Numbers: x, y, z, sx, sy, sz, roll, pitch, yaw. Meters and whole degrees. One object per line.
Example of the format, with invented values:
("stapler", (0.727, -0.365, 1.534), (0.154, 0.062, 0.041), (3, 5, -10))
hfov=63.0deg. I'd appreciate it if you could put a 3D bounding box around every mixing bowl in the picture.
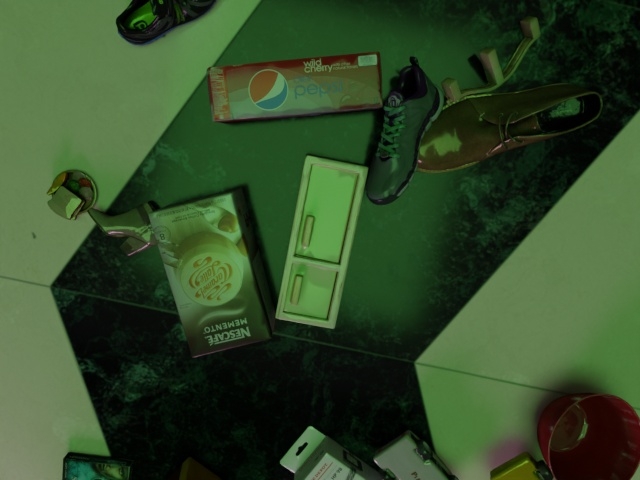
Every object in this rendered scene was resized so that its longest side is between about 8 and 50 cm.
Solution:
("mixing bowl", (0.455, 0.344, 0.921), (0.181, 0.098, 0.182), (0, 92, -10))

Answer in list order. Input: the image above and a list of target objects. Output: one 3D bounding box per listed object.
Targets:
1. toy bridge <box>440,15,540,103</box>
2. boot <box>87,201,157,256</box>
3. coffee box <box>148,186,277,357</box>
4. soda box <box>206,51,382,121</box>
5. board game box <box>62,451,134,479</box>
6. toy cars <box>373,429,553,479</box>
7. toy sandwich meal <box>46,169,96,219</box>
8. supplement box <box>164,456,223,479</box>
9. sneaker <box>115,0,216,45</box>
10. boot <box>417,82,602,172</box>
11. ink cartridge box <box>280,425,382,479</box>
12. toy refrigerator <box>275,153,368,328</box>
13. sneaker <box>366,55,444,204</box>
("toy bridge", (0.274, -0.276, 0.835), (0.188, 0.026, 0.063), (-38, 127, -5))
("boot", (-0.323, -0.034, 0.887), (0.087, 0.042, 0.118), (-42, 99, 1))
("coffee box", (-0.171, 0.050, 0.870), (0.141, 0.098, 0.247), (-14, 100, 3))
("soda box", (-0.038, -0.237, 0.820), (0.263, 0.092, 0.084), (-4, 101, 0))
("board game box", (-0.424, 0.497, 0.990), (0.126, 0.026, 0.186), (7, 101, -1))
("toy cars", (0.285, 0.437, 0.956), (0.393, 0.087, 0.177), (10, 106, 2))
("toy sandwich meal", (-0.421, -0.078, 0.880), (0.085, 0.029, 0.086), (0, 101, 0))
("supplement box", (-0.235, 0.542, 0.935), (0.194, 0.129, 0.191), (-44, 106, 7))
("sneaker", (-0.231, -0.365, 0.803), (0.188, 0.078, 0.067), (-32, 99, 5))
("boot", (0.281, -0.182, 0.823), (0.305, 0.115, 0.112), (-17, 104, 5))
("ink cartridge box", (0.021, 0.440, 0.964), (0.180, 0.060, 0.104), (37, 99, -7))
("toy refrigerator", (0.000, 0.000, 0.865), (0.102, 0.094, 0.270), (11, 101, -3))
("sneaker", (0.110, -0.168, 0.801), (0.098, 0.083, 0.224), (40, 68, -46))
